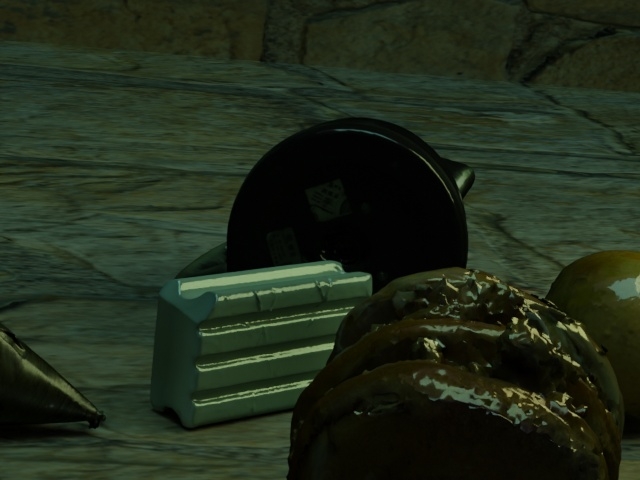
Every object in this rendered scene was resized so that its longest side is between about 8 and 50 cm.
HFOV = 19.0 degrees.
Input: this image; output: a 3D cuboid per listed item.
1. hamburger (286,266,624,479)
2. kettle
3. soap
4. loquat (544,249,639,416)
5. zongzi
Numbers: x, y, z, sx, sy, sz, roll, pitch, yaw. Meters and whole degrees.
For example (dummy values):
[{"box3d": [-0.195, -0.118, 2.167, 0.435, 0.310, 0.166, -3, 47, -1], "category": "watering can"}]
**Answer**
[{"box3d": [0.093, 0.161, 1.281, 0.245, 0.260, 0.211, -33, 21, 22], "category": "hamburger"}, {"box3d": [0.000, 0.000, 1.912, 0.321, 0.228, 0.324, -23, 6, 9], "category": "kettle"}, {"box3d": [-0.049, 0.087, 1.665, 0.198, 0.119, 0.066, -6, 18, -42], "category": "soap"}, {"box3d": [0.284, 0.083, 1.753, 0.204, 0.149, 0.172, -9, 9, 1], "category": "loquat"}, {"box3d": [-0.325, 0.096, 1.582, 0.242, 0.112, 0.221, 21, -7, -33], "category": "zongzi"}]
